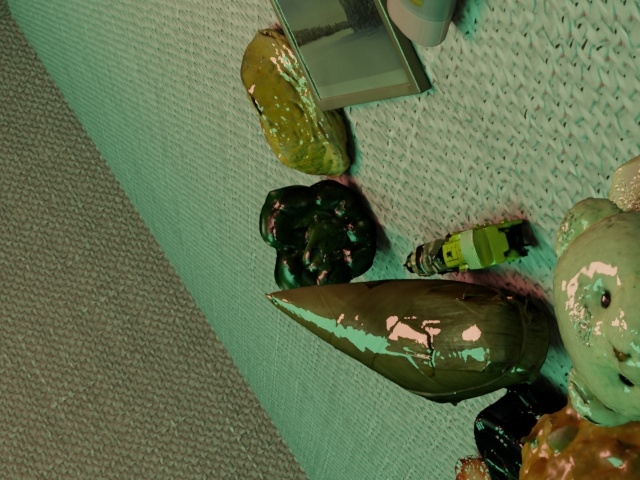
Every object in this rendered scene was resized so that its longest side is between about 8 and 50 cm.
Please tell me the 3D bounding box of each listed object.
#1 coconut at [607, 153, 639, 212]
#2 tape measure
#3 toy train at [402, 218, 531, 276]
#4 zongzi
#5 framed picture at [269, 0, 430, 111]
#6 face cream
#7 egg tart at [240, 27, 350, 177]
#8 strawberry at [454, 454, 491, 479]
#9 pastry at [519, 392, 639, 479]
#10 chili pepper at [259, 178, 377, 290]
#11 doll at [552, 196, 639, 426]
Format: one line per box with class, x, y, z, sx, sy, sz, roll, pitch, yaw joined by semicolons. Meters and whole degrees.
coconut;0.280;-0.026;0.854;0.124;0.110;0.110;-33;87;53
tape measure;0.270;0.276;1.429;0.186;0.112;0.199;41;155;54
toy train;0.163;0.012;1.343;0.249;0.085;0.053;159;98;-75
zongzi;0.096;0.098;1.385;0.300;0.145;0.274;19;165;-10
framed picture;0.018;-0.262;1.392;0.213;0.016;0.289;64;160;-13
face cream;0.100;-0.267;1.082;0.084;0.057;0.198;55;163;21
egg tart;-0.048;-0.185;1.642;0.232;0.098;0.252;51;166;41
strawberry;0.281;0.418;1.734;0.167;0.087;0.208;-44;49;54
pastry;0.341;0.292;0.928;0.337;0.292;0.405;10;117;59
chili pepper;0.000;0.000;1.683;0.261;0.165;0.174;-179;78;-77
doll;0.290;0.057;0.756;0.149;0.278;0.175;-23;-70;-68
